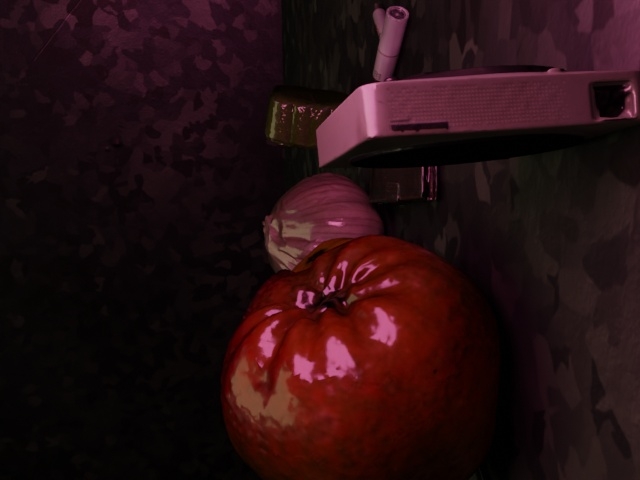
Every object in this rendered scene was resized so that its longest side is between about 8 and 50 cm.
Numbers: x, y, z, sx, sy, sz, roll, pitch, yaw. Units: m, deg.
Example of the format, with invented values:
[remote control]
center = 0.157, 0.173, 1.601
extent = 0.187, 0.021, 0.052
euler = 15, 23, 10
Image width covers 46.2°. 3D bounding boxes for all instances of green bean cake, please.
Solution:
[green bean cake]
center = -0.014, -0.277, 1.712
extent = 0.248, 0.222, 0.125
euler = -103, 19, -70

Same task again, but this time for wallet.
[wallet]
center = 0.145, -0.147, 1.345
extent = 0.317, 0.044, 0.169
euler = -175, 85, -79

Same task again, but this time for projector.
[projector]
center = 0.139, -0.121, 0.743
extent = 0.259, 0.257, 0.079
euler = 174, 92, -80

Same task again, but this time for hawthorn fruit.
[hawthorn fruit]
center = 0.065, 0.214, 1.049
extent = 0.403, 0.402, 0.403
euler = 176, 90, -80

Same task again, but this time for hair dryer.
[hair dryer]
center = 0.119, -0.413, 1.405
extent = 0.155, 0.044, 0.183
euler = 105, 162, -56

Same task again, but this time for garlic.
[garlic]
center = 0.000, 0.000, 1.620
extent = 0.317, 0.259, 0.318
euler = -170, 90, -68

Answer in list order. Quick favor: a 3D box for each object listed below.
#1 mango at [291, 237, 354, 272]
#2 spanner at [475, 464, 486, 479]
[mango]
center = 0.069, 0.179, 1.347
extent = 0.221, 0.263, 0.378
euler = -25, 85, 54
[spanner]
center = 0.226, 0.303, 1.135
extent = 0.054, 0.015, 0.255
euler = 97, 165, -48
